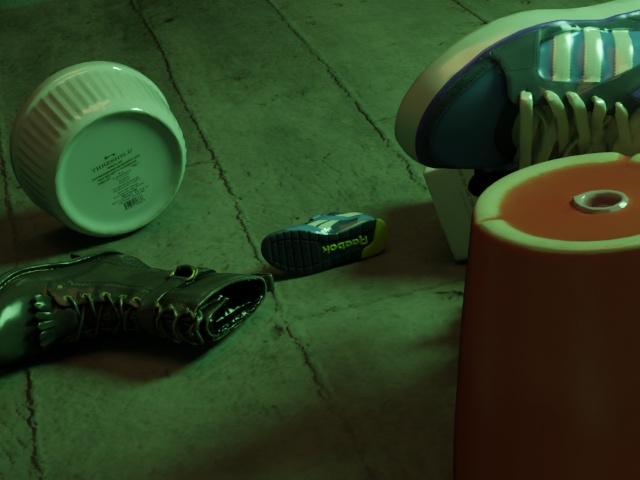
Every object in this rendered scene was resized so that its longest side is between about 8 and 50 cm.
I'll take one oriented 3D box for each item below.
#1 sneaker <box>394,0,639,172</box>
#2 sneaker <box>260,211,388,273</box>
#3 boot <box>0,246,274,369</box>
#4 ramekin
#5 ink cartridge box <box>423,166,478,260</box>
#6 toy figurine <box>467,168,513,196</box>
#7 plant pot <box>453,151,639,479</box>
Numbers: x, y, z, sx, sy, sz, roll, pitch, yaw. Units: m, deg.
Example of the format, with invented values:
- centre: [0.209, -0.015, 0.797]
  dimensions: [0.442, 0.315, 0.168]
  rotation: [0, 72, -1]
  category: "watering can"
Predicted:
- centre: [0.254, -0.092, 1.350]
  dimensions: [0.323, 0.130, 0.236]
  rotation: [-19, 45, -22]
  category: "sneaker"
- centre: [0.000, 0.000, 1.768]
  dimensions: [0.144, 0.053, 0.059]
  rotation: [-8, 22, -18]
  category: "sneaker"
- centre: [-0.202, 0.071, 1.630]
  dimensions: [0.229, 0.091, 0.263]
  rotation: [8, 27, 36]
  category: "boot"
- centre: [-0.259, -0.103, 1.921]
  dimensions: [0.207, 0.207, 0.109]
  rotation: [-19, 34, -21]
  category: "ramekin"
- centre: [0.269, -0.093, 1.725]
  dimensions: [0.273, 0.115, 0.198]
  rotation: [-14, 19, 24]
  category: "ink cartridge box"
- centre: [0.245, -0.021, 1.516]
  dimensions: [0.209, 0.213, 0.148]
  rotation: [-3, 15, 5]
  category: "toy figurine"
- centre: [0.229, 0.075, 1.260]
  dimensions: [0.275, 0.243, 0.275]
  rotation: [-8, 22, 3]
  category: "plant pot"
